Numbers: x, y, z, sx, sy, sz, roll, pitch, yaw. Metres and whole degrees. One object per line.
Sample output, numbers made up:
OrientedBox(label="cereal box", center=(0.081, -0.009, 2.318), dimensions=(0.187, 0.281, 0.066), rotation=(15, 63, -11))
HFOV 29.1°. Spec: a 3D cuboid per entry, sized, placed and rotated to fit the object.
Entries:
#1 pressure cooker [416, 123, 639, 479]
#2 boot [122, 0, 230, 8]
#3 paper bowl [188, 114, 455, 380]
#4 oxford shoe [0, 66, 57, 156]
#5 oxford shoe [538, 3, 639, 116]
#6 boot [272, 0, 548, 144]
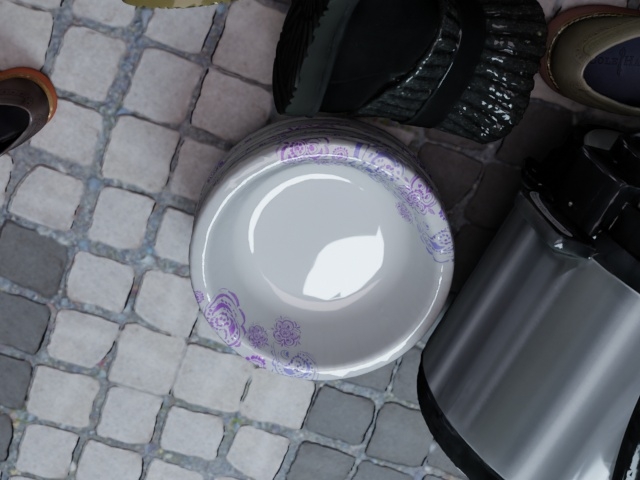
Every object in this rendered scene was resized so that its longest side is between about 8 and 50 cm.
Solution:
OrientedBox(label="pressure cooker", center=(0.336, 0.074, 1.278), dimensions=(0.375, 0.370, 0.420), rotation=(34, 113, 10))
OrientedBox(label="boot", center=(-0.101, -0.379, 1.237), dimensions=(0.236, 0.089, 0.270), rotation=(-8, 111, -4))
OrientedBox(label="paper bowl", center=(0.000, 0.000, 1.362), dimensions=(0.284, 0.148, 0.284), rotation=(-1, 113, -2))
OrientedBox(label="oxford shoe", center=(-0.416, -0.101, 1.332), dimensions=(0.271, 0.098, 0.097), rotation=(-29, 111, 10))
OrientedBox(label="oxford shoe", center=(0.436, -0.174, 1.301), dimensions=(0.396, 0.146, 0.141), rotation=(-3, 111, -2))
OrientedBox(label="boot", center=(0.116, -0.233, 1.205), dimensions=(0.260, 0.131, 0.348), rotation=(5, 149, -16))
